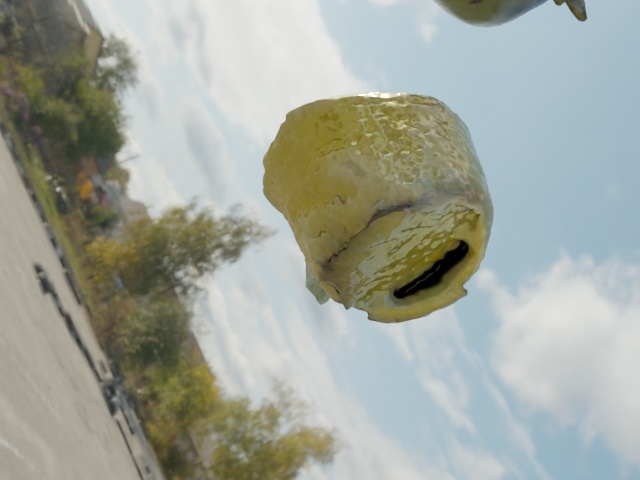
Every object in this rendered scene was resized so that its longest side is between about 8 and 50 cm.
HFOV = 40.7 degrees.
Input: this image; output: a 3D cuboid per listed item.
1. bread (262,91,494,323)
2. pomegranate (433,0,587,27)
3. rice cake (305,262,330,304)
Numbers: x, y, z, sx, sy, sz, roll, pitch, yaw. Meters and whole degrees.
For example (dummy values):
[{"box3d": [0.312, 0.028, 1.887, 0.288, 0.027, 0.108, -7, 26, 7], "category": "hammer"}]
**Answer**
[{"box3d": [0.050, -0.036, 0.764, 0.197, 0.197, 0.170, 84, -7, -49], "category": "bread"}, {"box3d": [0.196, -0.296, 0.871, 0.224, 0.182, 0.181, 45, -25, 43], "category": "pomegranate"}, {"box3d": [0.000, 0.001, 0.915, 0.029, 0.033, 0.170, 28, 31, -24], "category": "rice cake"}]
